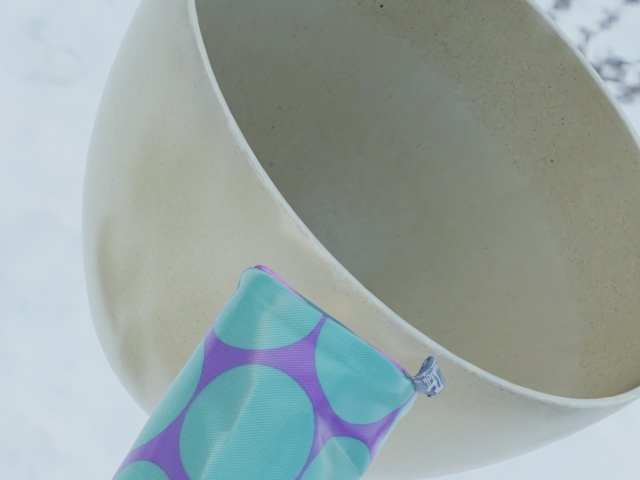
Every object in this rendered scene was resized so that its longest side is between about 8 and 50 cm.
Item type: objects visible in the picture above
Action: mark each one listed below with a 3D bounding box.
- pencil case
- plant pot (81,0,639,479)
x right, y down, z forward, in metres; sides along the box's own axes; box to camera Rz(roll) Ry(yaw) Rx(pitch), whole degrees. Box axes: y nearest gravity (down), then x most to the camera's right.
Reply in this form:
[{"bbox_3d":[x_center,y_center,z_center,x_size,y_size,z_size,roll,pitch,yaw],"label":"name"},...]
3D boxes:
[{"bbox_3d":[-0.031,0.085,0.555,0.151,0.064,0.070,-57,142,-13],"label":"pencil case"},{"bbox_3d":[0.000,0.000,0.910,0.284,0.284,0.191,24,131,-32],"label":"plant pot"}]
